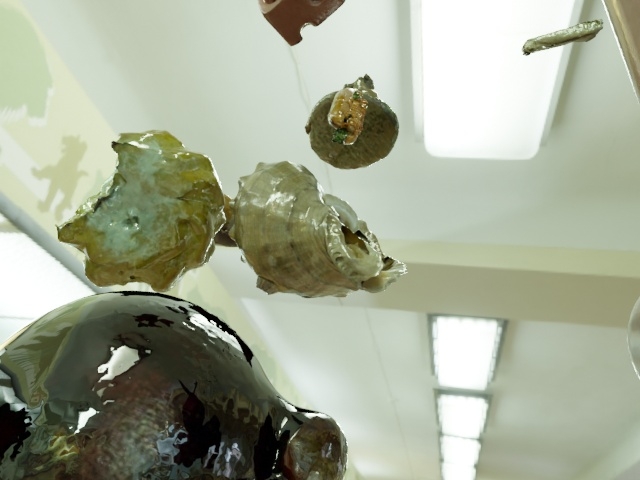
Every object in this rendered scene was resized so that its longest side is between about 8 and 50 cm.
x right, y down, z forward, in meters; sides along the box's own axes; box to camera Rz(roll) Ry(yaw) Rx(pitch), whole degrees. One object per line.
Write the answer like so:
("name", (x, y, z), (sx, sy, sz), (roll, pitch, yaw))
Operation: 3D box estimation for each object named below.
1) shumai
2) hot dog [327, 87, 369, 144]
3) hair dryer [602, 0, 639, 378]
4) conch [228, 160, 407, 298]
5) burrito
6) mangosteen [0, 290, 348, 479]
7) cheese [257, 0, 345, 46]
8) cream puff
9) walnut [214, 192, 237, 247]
("shumai", (0.068, -0.258, 1.299), (0.201, 0.120, 0.201), (3, -53, 4))
("hot dog", (0.053, -0.234, 1.104), (0.055, 0.188, 0.072), (-21, -62, 22))
("hair dryer", (0.204, -0.058, 0.310), (0.107, 0.344, 0.189), (-18, -8, 5))
("conch", (-0.006, 0.007, 0.961), (0.263, 0.324, 0.186), (5, -55, -39))
("burrito", (0.520, -0.435, 1.286), (0.171, 0.051, 0.042), (-11, -77, 12))
("mangosteen", (-0.137, 0.179, 0.479), (0.314, 0.297, 0.297), (-14, -31, 4))
("cheese", (-0.049, -0.521, 1.295), (0.203, 0.177, 0.128), (23, -5, 32))
("cream puff", (-0.316, -0.052, 1.164), (0.274, 0.323, 0.270), (41, 9, -3))
("walnut", (-0.266, -0.057, 1.466), (0.245, 0.137, 0.137), (23, -29, -4))
